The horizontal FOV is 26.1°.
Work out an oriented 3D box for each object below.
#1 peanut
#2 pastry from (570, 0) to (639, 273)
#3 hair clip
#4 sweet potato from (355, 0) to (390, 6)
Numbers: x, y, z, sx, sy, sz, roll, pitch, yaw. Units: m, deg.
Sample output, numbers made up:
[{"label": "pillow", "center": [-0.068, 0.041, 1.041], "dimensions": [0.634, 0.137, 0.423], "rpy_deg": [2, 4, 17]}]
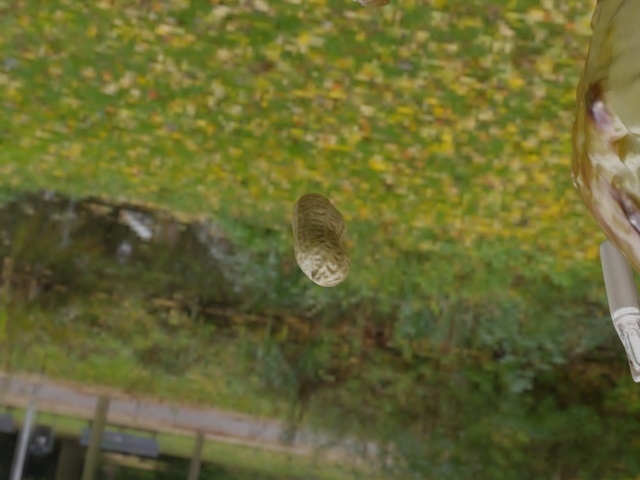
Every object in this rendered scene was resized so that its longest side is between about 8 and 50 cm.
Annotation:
[{"label": "peanut", "center": [0.000, 0.000, 1.287], "dimensions": [0.054, 0.113, 0.054], "rpy_deg": [-6, 135, -6]}, {"label": "pastry", "center": [0.362, -0.086, 1.036], "dimensions": [0.388, 0.389, 0.312], "rpy_deg": [15, 151, -25]}, {"label": "hair clip", "center": [0.307, 0.109, 1.315], "dimensions": [0.034, 0.226, 0.072], "rpy_deg": [-18, -174, 24]}, {"label": "sweet potato", "center": [0.015, -0.284, 1.328], "dimensions": [0.065, 0.051, 0.218], "rpy_deg": [4, 162, 28]}]
